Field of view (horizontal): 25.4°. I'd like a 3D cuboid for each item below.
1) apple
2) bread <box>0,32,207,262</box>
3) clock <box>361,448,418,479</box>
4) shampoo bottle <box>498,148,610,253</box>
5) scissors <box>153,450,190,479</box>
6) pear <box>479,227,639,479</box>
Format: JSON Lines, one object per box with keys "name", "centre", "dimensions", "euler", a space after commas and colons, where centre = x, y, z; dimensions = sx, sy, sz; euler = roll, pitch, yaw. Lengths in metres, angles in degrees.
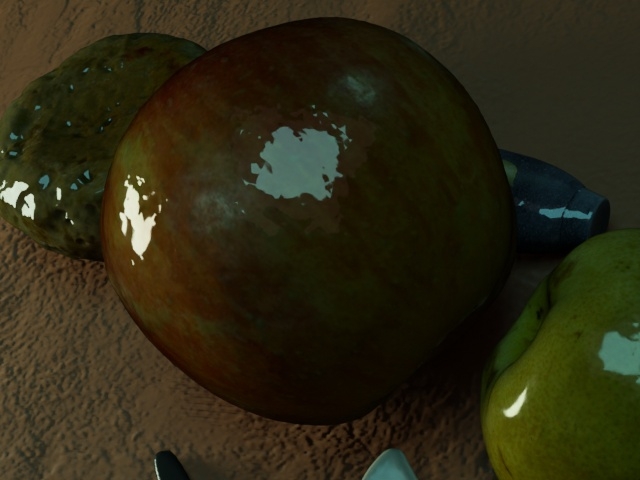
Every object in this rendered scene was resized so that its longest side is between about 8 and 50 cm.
{"name": "apple", "centre": [0.000, 0.000, 0.993], "dimensions": [0.302, 0.301, 0.301], "euler": [-10, 49, 11]}
{"name": "bread", "centre": [-0.167, -0.074, 1.220], "dimensions": [0.230, 0.123, 0.230], "euler": [-14, 46, 14]}
{"name": "clock", "centre": [0.039, 0.284, 0.851], "dimensions": [0.265, 0.108, 0.324], "euler": [-19, 51, -1]}
{"name": "shampoo bottle", "centre": [0.115, -0.039, 1.140], "dimensions": [0.234, 0.049, 0.087], "euler": [17, 61, 29]}
{"name": "scissors", "centre": [-0.078, 0.231, 1.006], "dimensions": [0.088, 0.017, 0.220], "euler": [-27, 48, -5]}
{"name": "pear", "centre": [0.208, 0.104, 0.894], "dimensions": [0.209, 0.209, 0.208], "euler": [-10, 49, 11]}
